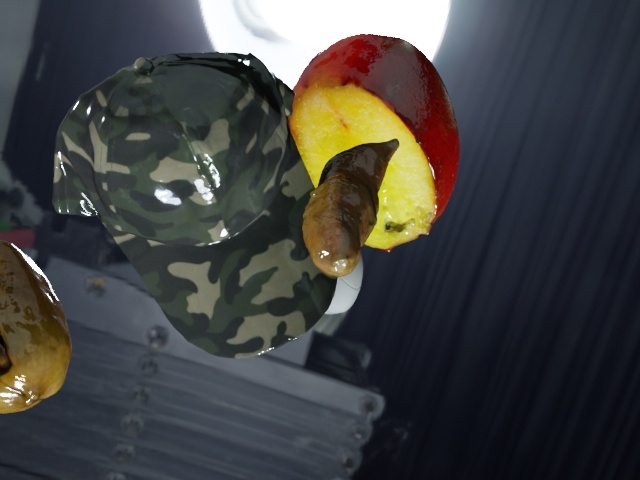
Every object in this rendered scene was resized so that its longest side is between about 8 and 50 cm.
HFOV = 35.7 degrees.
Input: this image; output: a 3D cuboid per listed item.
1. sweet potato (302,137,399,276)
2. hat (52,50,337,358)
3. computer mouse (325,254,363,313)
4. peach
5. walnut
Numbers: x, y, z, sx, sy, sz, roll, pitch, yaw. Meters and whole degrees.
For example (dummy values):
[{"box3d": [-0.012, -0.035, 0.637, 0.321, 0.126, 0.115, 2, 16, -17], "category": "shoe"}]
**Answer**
[{"box3d": [0.028, -0.040, 1.262, 0.095, 0.106, 0.354, 57, -155, -16], "category": "sweet potato"}, {"box3d": [-0.135, -0.040, 1.312, 0.381, 0.366, 0.257, 57, 174, 10], "category": "hat"}, {"box3d": [0.000, 0.000, 1.786, 0.184, 0.121, 0.296, 43, -159, -26], "category": "computer mouse"}, {"box3d": [0.086, -0.151, 1.595, 0.281, 0.338, 0.281, -5, 174, 0], "category": "peach"}, {"box3d": [-0.509, 0.121, 1.562, 0.209, 0.209, 0.336, 7, -136, -36], "category": "walnut"}]
